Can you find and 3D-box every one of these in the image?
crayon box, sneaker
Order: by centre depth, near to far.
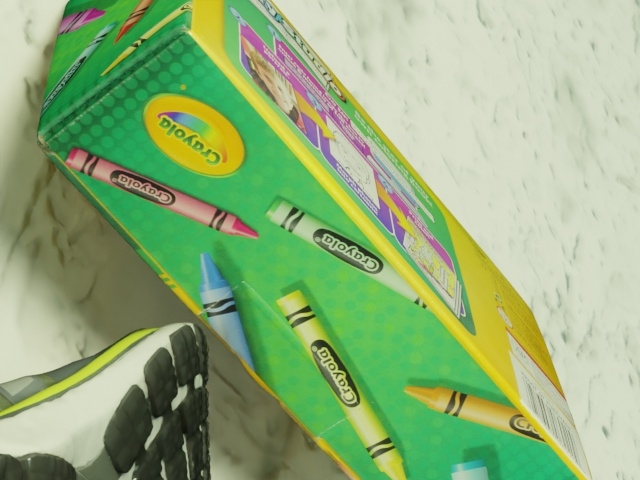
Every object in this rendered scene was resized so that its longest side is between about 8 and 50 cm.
[{"bbox_3d":[-0.124,0.091,0.673,0.300,0.121,0.111,-16,108,-70],"label":"sneaker"},{"bbox_3d":[0.000,0.000,0.827,0.278,0.081,0.165,48,14,-22],"label":"crayon box"}]
